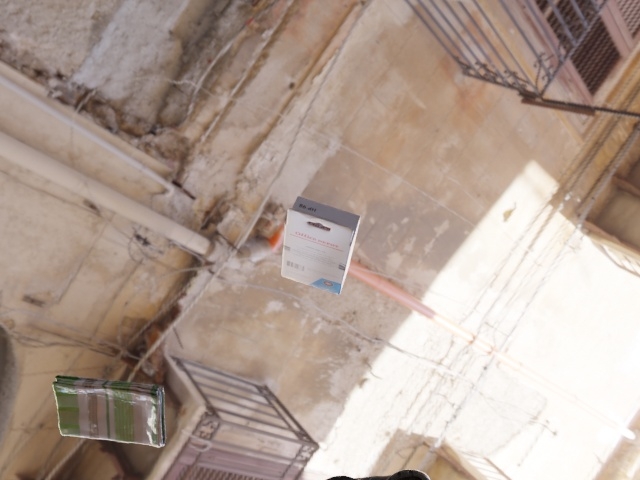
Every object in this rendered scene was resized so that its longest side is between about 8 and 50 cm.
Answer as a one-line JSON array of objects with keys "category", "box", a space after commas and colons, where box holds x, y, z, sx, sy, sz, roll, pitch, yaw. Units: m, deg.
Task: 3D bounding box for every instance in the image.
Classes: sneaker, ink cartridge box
[{"category": "sneaker", "box": [0.110, 0.560, 1.350, 0.267, 0.106, 0.101, -8, -118, 7]}, {"category": "ink cartridge box", "box": [0.000, 0.000, 0.962, 0.104, 0.180, 0.060, 18, -126, 6]}]

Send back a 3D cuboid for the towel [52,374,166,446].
[{"category": "towel", "box": [-0.296, 0.244, 0.881, 0.023, 0.152, 0.113, -86, -178, -63]}]
